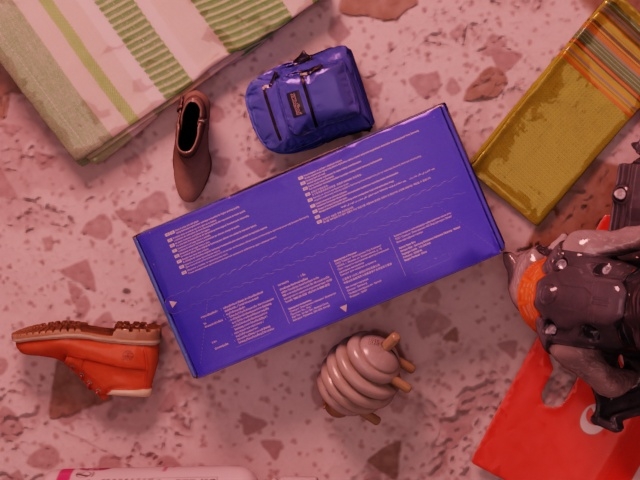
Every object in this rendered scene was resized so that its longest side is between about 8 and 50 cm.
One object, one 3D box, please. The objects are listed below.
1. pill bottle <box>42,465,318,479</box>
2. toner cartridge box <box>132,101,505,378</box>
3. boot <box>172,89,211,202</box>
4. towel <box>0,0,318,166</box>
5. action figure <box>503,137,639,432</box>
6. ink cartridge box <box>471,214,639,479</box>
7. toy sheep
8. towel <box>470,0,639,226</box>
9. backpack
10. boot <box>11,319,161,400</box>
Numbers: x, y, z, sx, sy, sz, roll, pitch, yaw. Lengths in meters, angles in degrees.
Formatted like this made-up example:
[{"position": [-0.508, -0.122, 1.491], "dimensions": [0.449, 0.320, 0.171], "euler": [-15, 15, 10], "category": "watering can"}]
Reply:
[{"position": [-0.142, 0.312, 1.898], "dimensions": [0.283, 0.160, 0.160], "euler": [-1, 95, 3], "category": "pill bottle"}, {"position": [0.000, 0.000, 1.899], "dimensions": [0.347, 0.075, 0.165], "euler": [-22, 92, 8], "category": "toner cartridge box"}, {"position": [-0.135, -0.096, 1.901], "dimensions": [0.042, 0.087, 0.118], "euler": [4, 95, 1], "category": "boot"}, {"position": [-0.187, -0.260, 1.905], "dimensions": [0.325, 0.038, 0.248], "euler": [-34, 99, 6], "category": "towel"}, {"position": [0.317, 0.015, 1.799], "dimensions": [0.330, 0.178, 0.341], "euler": [-4, 80, 44], "category": "action figure"}, {"position": [0.395, 0.195, 1.896], "dimensions": [0.385, 0.091, 0.308], "euler": [28, 95, -1], "category": "ink cartridge box"}, {"position": [0.046, 0.138, 1.910], "dimensions": [0.091, 0.091, 0.132], "euler": [39, 120, -1], "category": "toy sheep"}, {"position": [0.264, -0.135, 1.910], "dimensions": [0.102, 0.021, 0.237], "euler": [40, 96, 0], "category": "towel"}, {"position": [-0.017, -0.143, 1.886], "dimensions": [0.120, 0.101, 0.098], "euler": [-17, 87, 8], "category": "backpack"}, {"position": [-0.248, 0.127, 1.942], "dimensions": [0.158, 0.059, 0.085], "euler": [4, 100, 2], "category": "boot"}]
